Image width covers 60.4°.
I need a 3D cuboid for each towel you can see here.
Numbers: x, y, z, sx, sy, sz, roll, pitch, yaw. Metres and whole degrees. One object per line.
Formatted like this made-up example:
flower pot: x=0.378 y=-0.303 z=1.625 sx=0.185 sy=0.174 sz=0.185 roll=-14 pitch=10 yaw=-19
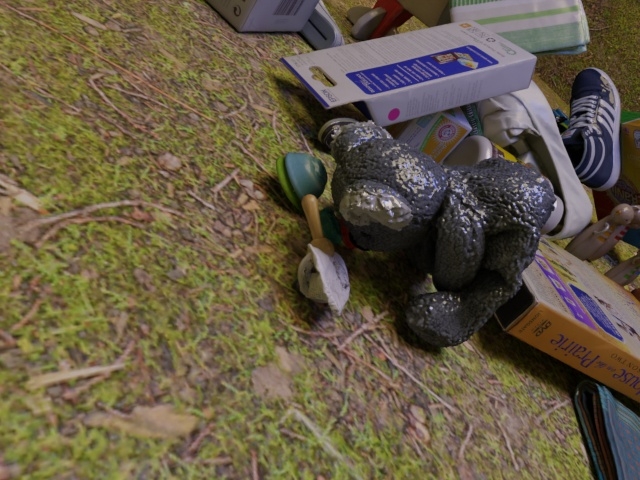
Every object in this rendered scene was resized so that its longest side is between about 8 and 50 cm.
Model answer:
towel: x=0.467 y=0.353 z=0.651 sx=0.370 sy=0.040 sz=0.271 roll=34 pitch=33 yaw=-11
towel: x=0.371 y=-0.498 z=1.070 sx=0.038 sy=0.247 sz=0.325 roll=62 pitch=24 yaw=-74

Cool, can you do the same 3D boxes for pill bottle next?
pill bottle: x=0.322 y=-0.087 z=0.965 sx=0.215 sy=0.117 sz=0.117 roll=26 pitch=35 yaw=-23

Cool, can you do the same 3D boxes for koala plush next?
koala plush: x=0.106 y=-0.036 z=0.591 sx=0.221 sy=0.203 sz=0.196 roll=28 pitch=33 yaw=-18

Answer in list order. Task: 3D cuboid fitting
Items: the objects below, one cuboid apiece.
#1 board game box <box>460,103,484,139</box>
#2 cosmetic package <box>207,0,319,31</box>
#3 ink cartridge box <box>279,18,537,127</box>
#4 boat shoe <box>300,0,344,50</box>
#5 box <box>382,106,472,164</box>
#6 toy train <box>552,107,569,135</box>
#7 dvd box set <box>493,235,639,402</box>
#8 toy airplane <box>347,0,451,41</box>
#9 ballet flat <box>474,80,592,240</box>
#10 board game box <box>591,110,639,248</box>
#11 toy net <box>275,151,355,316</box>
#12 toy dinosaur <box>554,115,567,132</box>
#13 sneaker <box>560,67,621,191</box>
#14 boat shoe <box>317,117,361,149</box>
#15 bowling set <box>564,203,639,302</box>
board game box: x=0.287 y=-0.237 z=1.074 sx=0.136 sy=0.030 sz=0.260 roll=-100 pitch=163 yaw=-49
cosmetic package: x=-0.179 y=-0.551 z=0.970 sx=0.385 sy=0.156 sz=0.217 roll=45 pitch=34 yaw=5
ink cartridge box: x=0.137 y=-0.266 z=0.873 sx=0.370 sy=0.069 sz=0.176 roll=-16 pitch=45 yaw=-20
boat shoe: x=-0.036 y=-0.461 z=1.101 sx=0.226 sy=0.083 sz=0.076 roll=57 pitch=21 yaw=4
box: x=0.173 y=-0.234 z=0.993 sx=0.103 sy=0.114 sz=0.203 roll=23 pitch=37 yaw=-26
toy train: x=0.597 y=-0.247 z=1.431 sx=0.105 sy=0.143 sz=0.248 roll=35 pitch=32 yaw=-9
dvd box set: x=0.391 y=0.099 z=0.829 sx=0.420 sy=0.062 sz=0.308 roll=27 pitch=26 yaw=-21
toy airplane: x=0.209 y=-0.614 z=1.262 sx=0.386 sy=0.385 sz=0.272 roll=4 pitch=-2 yaw=18
ballet flat: x=0.398 y=-0.175 z=1.075 sx=0.400 sy=0.139 sz=0.139 roll=61 pitch=32 yaw=-2
board game box: x=0.722 y=-0.138 z=1.274 sx=0.242 sy=0.064 sz=0.317 roll=-115 pitch=-176 yaw=-71
toy net: x=0.000 y=0.000 z=0.593 sx=0.122 sy=0.045 sz=0.232 roll=54 pitch=22 yaw=-39
toy dinosaur: x=0.450 y=-0.195 z=1.221 sx=0.322 sy=0.164 sz=0.218 roll=55 pitch=45 yaw=-18
sneaker: x=0.558 y=-0.254 z=1.173 sx=0.153 sy=0.099 sz=0.282 roll=8 pitch=75 yaw=-32
boat shoe: x=0.063 y=-0.138 z=0.811 sx=0.152 sy=0.056 sz=0.049 roll=7 pitch=39 yaw=-42
bowling set: x=0.655 y=0.033 z=1.136 sx=0.287 sy=0.154 sz=0.200 roll=-10 pitch=57 yaw=-51
